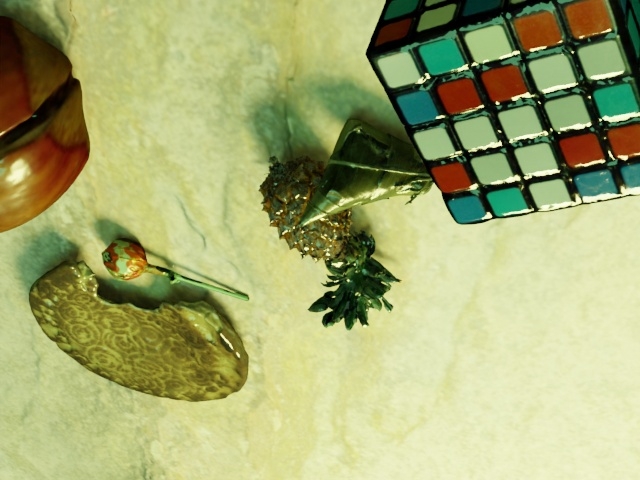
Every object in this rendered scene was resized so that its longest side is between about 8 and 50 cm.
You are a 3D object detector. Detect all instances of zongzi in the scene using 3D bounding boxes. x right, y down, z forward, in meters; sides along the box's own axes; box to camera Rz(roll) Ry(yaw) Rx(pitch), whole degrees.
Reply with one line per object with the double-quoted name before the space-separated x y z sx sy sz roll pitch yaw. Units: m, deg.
"zongzi" 0.051 -0.046 0.991 0.109 0.119 0.055 25 178 -5

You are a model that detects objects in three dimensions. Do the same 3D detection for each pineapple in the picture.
"pineapple" 0.001 0.001 1.068 0.103 0.083 0.221 -36 121 -5

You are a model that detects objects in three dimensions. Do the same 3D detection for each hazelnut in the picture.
"hazelnut" -0.339 -0.107 1.028 0.181 0.181 0.212 -6 130 28

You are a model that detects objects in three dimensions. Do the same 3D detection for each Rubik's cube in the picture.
"Rubik's cube" 0.168 -0.144 0.791 0.184 0.182 0.187 -14 127 30

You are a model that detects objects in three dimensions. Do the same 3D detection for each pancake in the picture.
"pancake" -0.235 0.120 1.314 0.288 0.033 0.286 -12 129 33

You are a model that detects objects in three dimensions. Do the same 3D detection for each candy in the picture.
"candy" -0.174 0.044 1.225 0.184 0.049 0.055 19 167 -6
